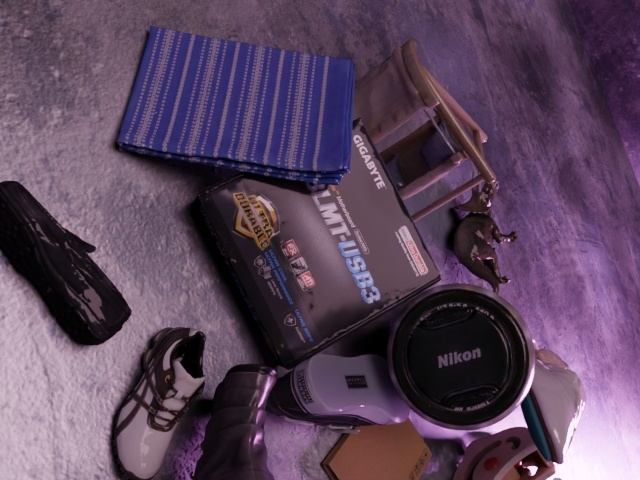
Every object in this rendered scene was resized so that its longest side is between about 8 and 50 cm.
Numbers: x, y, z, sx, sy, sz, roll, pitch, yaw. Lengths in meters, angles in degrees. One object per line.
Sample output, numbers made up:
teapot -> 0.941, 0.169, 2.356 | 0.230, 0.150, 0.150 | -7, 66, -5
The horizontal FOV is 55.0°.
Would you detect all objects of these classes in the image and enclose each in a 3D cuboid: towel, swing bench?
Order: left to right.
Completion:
towel -> -0.114, -0.212, 0.930 | 0.335, 0.040, 0.243 | 8, 62, -5
swing bench -> 0.131, -0.170, 1.098 | 0.254, 0.253, 0.165 | 44, 30, -23

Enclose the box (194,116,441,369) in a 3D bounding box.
box -> 0.000, 0.000, 0.961 | 0.293, 0.073, 0.296 | -27, 92, -16

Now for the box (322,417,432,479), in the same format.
box -> 0.101, 0.366, 1.031 | 0.201, 0.021, 0.165 | -41, 102, -45

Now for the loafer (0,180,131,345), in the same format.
loafer -> -0.312, 0.023, 0.741 | 0.223, 0.076, 0.078 | 59, 38, -14

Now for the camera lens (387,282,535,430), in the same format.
camera lens -> 0.232, 0.185, 1.024 | 0.274, 0.219, 0.220 | 26, 49, -75

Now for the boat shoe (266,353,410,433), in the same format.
boat shoe -> 0.033, 0.245, 0.952 | 0.306, 0.104, 0.113 | 16, 52, -55

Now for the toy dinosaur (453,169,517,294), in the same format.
toy dinosaur -> 0.352, 0.011, 1.383 | 0.160, 0.121, 0.314 | 31, 57, -16

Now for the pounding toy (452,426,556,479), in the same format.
pounding toy -> 0.360, 0.458, 1.147 | 0.155, 0.154, 0.269 | 57, 45, -10

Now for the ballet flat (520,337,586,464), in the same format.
ballet flat -> 0.417, 0.268, 1.157 | 0.139, 0.139, 0.400 | 58, 7, -9

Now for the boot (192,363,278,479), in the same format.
boot -> -0.088, 0.240, 0.690 | 0.118, 0.338, 0.223 | 19, 62, -20

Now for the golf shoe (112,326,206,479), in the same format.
golf shoe -> -0.195, 0.197, 0.764 | 0.077, 0.093, 0.198 | 29, 56, -34

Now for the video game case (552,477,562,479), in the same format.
video game case -> 0.475, 0.612, 1.238 | 0.190, 0.022, 0.173 | -41, 121, -53
